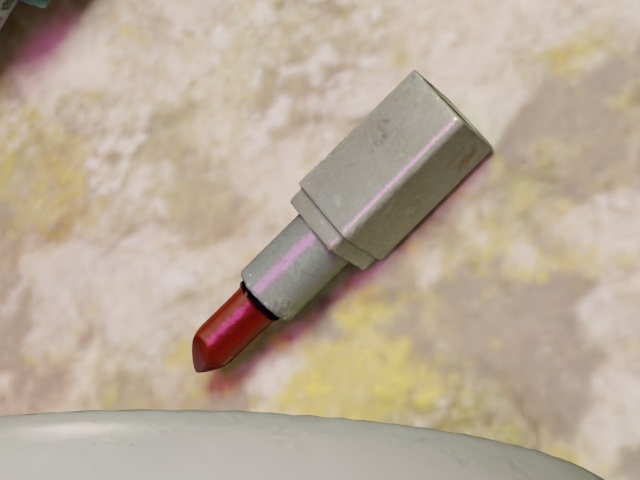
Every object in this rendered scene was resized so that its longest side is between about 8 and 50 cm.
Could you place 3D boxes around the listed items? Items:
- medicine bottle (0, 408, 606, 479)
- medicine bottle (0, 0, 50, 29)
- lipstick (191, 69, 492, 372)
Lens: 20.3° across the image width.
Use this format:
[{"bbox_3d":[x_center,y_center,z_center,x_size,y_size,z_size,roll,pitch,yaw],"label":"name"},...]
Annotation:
[{"bbox_3d":[-0.030,0.211,0.432,0.245,0.245,0.306,-8,70,27],"label":"medicine bottle"},{"bbox_3d":[-0.108,-0.186,0.689,0.124,0.079,0.258,43,108,33],"label":"medicine bottle"},{"bbox_3d":[0.000,0.000,0.614,0.129,0.030,0.030,-45,58,9],"label":"lipstick"}]
